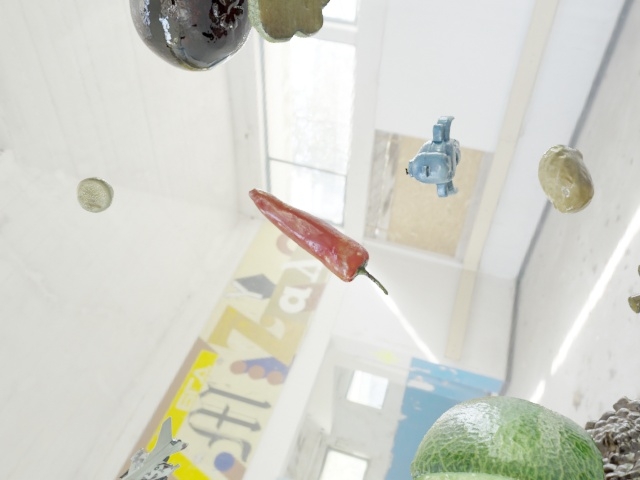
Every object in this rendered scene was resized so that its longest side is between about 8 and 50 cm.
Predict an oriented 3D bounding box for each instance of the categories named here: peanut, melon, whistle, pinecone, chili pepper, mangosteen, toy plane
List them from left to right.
[{"bbox_3d":[-0.344,0.455,1.116,0.234,0.160,0.082,-51,-60,-33],"label":"toy plane"},{"bbox_3d":[-0.303,-0.556,1.355,0.313,0.296,0.297,57,158,37],"label":"mangosteen"},{"bbox_3d":[0.000,0.000,0.921,0.063,0.272,0.071,-50,-8,-31],"label":"chili pepper"},{"bbox_3d":[0.266,-0.177,1.285,0.269,0.093,0.180,-36,-58,-55],"label":"whistle"},{"bbox_3d":[0.380,0.419,1.161,0.343,0.331,0.226,-49,-52,-59],"label":"melon"},{"bbox_3d":[0.558,-0.135,1.327,0.140,0.109,0.159,24,-128,-40],"label":"peanut"},{"bbox_3d":[0.728,0.547,1.237,0.384,0.384,0.385,13,-90,-79],"label":"pinecone"}]

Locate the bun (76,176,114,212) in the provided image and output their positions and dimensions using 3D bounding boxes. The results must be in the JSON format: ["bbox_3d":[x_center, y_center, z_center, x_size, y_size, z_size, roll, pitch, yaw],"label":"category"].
[{"bbox_3d":[-0.522,-0.107,1.356,0.055,0.086,0.086,-106,27,-80],"label":"bun"}]

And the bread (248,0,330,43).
[{"bbox_3d":[-0.068,-0.557,1.278,0.056,0.207,0.287,-9,78,55],"label":"bread"}]

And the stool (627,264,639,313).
[{"bbox_3d":[0.884,0.142,1.392,0.272,0.178,0.272,-23,-90,-88],"label":"stool"}]
